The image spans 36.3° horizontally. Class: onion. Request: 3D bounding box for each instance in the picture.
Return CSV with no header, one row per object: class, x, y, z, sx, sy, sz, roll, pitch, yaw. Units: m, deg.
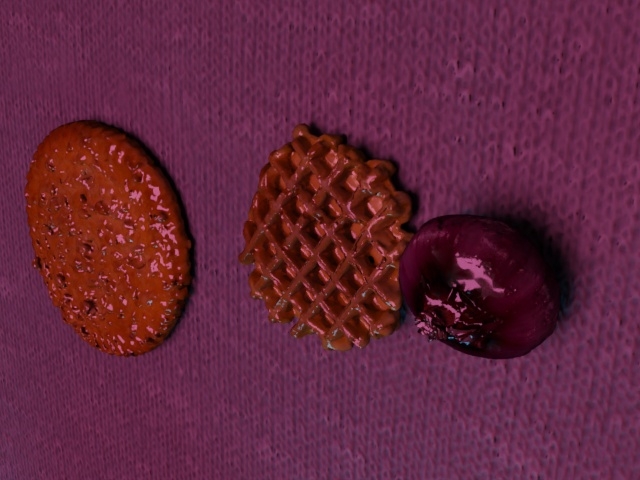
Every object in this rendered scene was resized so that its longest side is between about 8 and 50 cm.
onion,0.104,0.035,0.663,0.115,0.104,0.115,29,138,29

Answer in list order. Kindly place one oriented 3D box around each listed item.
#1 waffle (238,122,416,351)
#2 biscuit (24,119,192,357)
waffle,0.003,0.004,0.786,0.191,0.038,0.191,14,112,38
biscuit,-0.225,0.001,0.990,0.254,0.035,0.254,15,113,39
